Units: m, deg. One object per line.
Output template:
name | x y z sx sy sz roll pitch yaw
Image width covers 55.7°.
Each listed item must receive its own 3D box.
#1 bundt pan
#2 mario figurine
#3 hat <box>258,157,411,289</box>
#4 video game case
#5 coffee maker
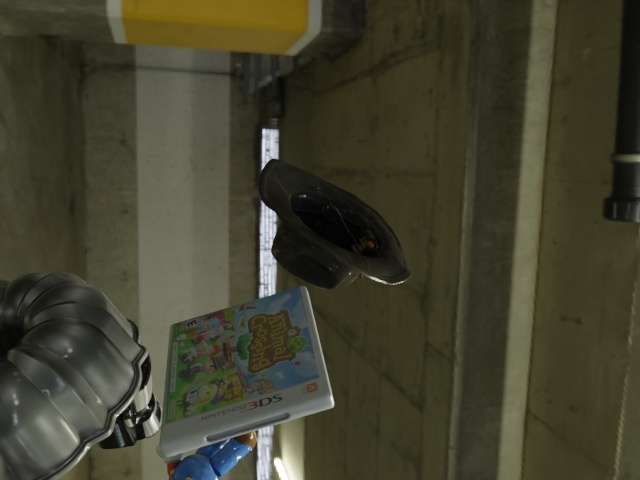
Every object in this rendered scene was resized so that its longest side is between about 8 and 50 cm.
bundt pan | -0.395 0.157 0.753 0.331 0.331 0.124 -114 -173 -56
mario figurine | -0.272 0.480 1.216 0.320 0.170 0.198 -50 -176 -36
hat | 0.000 0.000 1.097 0.134 0.331 0.331 -50 -146 24
video game case | -0.094 0.147 0.737 0.212 0.193 0.023 -107 -179 -59
coffee maker | -0.371 0.272 1.060 0.120 0.171 0.178 -73 172 -46
